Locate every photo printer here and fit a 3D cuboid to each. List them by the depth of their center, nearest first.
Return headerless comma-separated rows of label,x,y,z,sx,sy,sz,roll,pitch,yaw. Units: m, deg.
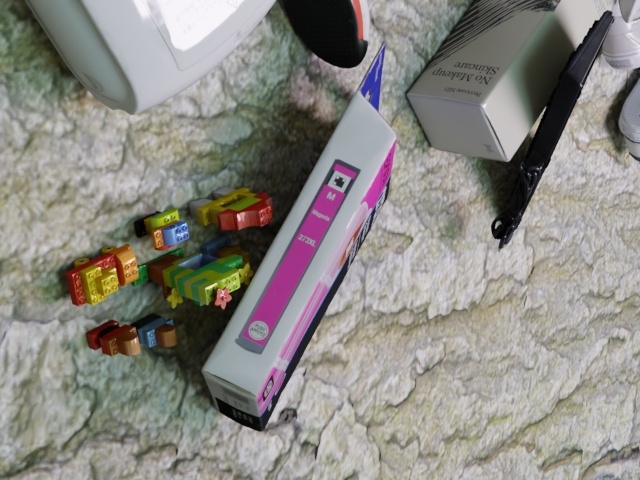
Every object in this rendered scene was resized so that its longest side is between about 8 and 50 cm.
photo printer,-0.145,-0.275,1.035,0.256,0.107,0.307,-50,133,-24

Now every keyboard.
keyboard,0.255,-0.108,1.475,0.201,0.033,0.317,-60,170,-28

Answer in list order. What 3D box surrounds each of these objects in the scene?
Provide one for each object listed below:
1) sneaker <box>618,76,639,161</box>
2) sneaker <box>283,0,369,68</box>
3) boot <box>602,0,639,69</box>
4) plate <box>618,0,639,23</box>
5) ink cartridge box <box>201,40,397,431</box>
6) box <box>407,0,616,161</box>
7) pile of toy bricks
sneaker,0.494,-0.220,1.805,0.258,0.094,0.091,-49,151,-22
sneaker,0.017,-0.307,1.225,0.145,0.090,0.270,-53,137,-30
boot,0.452,-0.339,1.706,0.258,0.095,0.123,-43,125,-36
plate,0.428,-0.432,1.526,0.278,0.045,0.277,-51,162,-47
ink cartridge box,0.000,0.000,1.255,0.175,0.069,0.370,90,25,-72
box,0.223,-0.223,1.467,0.275,0.113,0.094,-55,135,-25
pile of toy bricks,-0.116,0.034,1.160,0.212,0.105,0.118,-29,121,-40
